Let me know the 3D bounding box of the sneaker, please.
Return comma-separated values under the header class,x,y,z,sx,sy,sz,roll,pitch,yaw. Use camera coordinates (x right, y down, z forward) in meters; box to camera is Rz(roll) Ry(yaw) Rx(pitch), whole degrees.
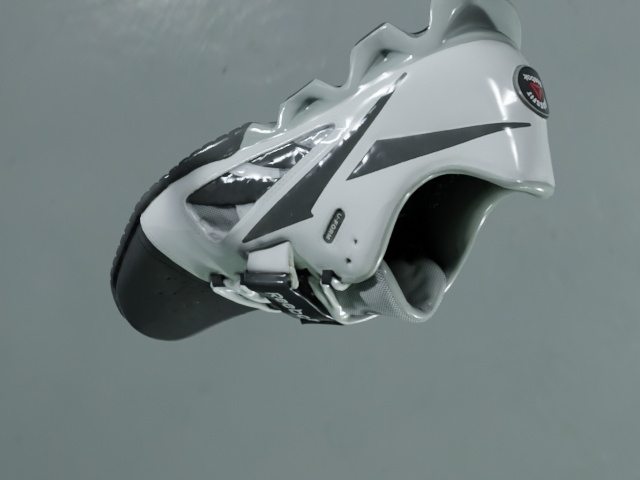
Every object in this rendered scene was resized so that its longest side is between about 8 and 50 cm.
class,x,y,z,sx,sy,sz,roll,pitch,yaw
sneaker,0.000,0.000,1.147,0.122,0.146,0.330,12,142,-45
